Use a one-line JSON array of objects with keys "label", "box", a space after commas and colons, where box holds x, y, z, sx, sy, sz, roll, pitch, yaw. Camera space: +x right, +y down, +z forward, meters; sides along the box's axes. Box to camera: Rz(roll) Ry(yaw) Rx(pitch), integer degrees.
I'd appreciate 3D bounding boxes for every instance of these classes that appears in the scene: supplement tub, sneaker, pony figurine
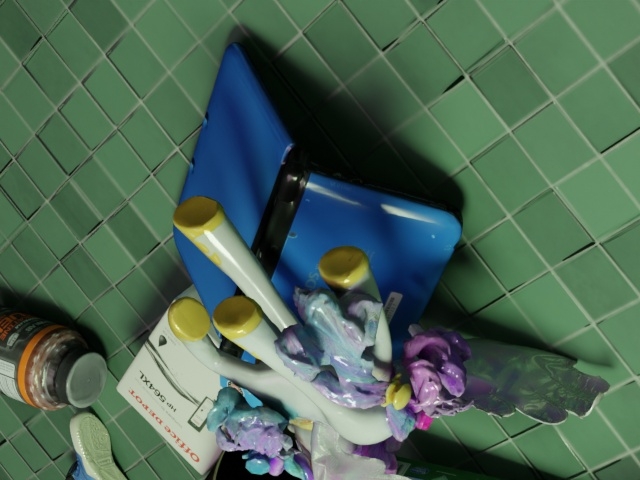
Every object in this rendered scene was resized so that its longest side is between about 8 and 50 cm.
[{"label": "supplement tub", "box": [-0.354, 0.145, 1.959, 0.198, 0.106, 0.106, 14, 127, 33]}, {"label": "sneaker", "box": [-0.302, 0.286, 2.049, 0.084, 0.058, 0.152, -6, 121, 35]}, {"label": "pony figurine", "box": [0.035, 0.144, 1.449, 0.351, 0.303, 0.363, 18, 151, 41]}]

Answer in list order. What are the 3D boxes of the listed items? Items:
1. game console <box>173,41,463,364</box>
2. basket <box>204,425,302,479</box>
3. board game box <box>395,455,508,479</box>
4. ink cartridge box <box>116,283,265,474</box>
[{"label": "game console", "box": [-0.014, -0.012, 1.579, 0.250, 0.173, 0.293, 16, 136, -6]}, {"label": "basket", "box": [-0.061, 0.289, 1.754, 0.154, 0.204, 0.227, 50, 148, 7]}, {"label": "board game box", "box": [0.202, 0.338, 1.612, 0.317, 0.046, 0.214, 9, 124, 27]}, {"label": "ink cartridge box", "box": [-0.121, 0.147, 1.765, 0.148, 0.086, 0.203, 44, 138, 7]}]
